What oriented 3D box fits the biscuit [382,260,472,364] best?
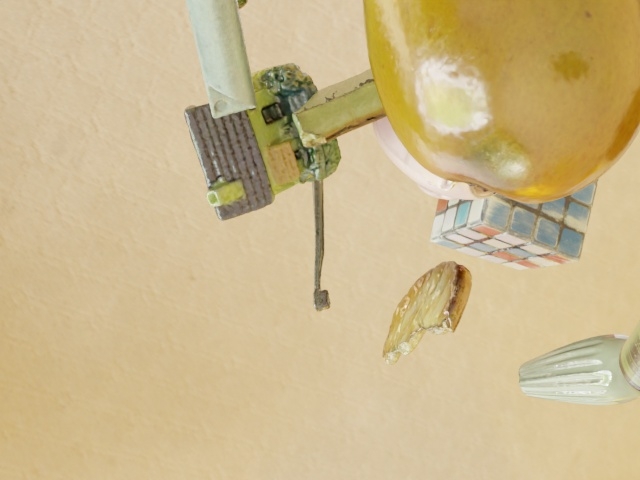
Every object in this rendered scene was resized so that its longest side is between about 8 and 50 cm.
[{"bbox_3d":[0.199,0.131,1.798,0.045,0.299,0.154,20,63,-15],"label":"biscuit"}]

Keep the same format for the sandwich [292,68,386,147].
[{"bbox_3d":[0.039,-0.196,1.363,0.245,0.212,0.063,-26,102,-20],"label":"sandwich"}]

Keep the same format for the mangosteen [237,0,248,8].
[{"bbox_3d":[-0.149,-0.464,1.572,0.200,0.200,0.199,-11,112,-30],"label":"mangosteen"}]

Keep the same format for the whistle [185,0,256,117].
[{"bbox_3d":[-0.125,-0.273,1.100,0.062,0.062,0.312,-30,138,-22],"label":"whistle"}]

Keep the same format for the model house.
[{"bbox_3d":[-0.107,-0.152,1.463,0.211,0.170,0.193,-34,113,-46],"label":"model house"}]

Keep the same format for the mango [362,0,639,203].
[{"bbox_3d":[0.136,-0.182,0.720,0.173,0.212,0.317,5,77,-70],"label":"mango"}]

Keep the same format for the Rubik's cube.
[{"bbox_3d":[0.423,-0.094,2.084,0.259,0.253,0.256,20,76,-18],"label":"Rubik's cube"}]

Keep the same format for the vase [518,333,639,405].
[{"bbox_3d":[0.484,0.247,1.773,0.128,0.248,0.128,15,68,-41],"label":"vase"}]

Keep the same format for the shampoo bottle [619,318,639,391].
[{"bbox_3d":[0.494,0.124,1.314,0.101,0.101,0.283,-38,157,-17],"label":"shampoo bottle"}]

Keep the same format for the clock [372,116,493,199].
[{"bbox_3d":[0.273,-0.258,1.638,0.377,0.251,0.368,-24,142,-40],"label":"clock"}]

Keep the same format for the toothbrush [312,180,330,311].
[{"bbox_3d":[0.000,0.000,1.882,0.030,0.031,0.297,45,38,-56],"label":"toothbrush"}]
